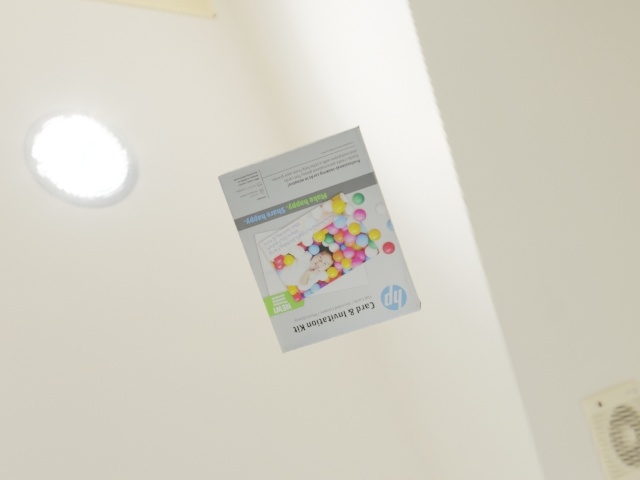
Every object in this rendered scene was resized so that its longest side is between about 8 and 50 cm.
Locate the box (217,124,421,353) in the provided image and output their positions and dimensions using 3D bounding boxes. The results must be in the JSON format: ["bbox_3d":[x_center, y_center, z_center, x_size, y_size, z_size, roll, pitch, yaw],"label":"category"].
[{"bbox_3d":[0.000,0.000,0.912,0.038,0.145,0.186,-59,-50,-78],"label":"box"}]
